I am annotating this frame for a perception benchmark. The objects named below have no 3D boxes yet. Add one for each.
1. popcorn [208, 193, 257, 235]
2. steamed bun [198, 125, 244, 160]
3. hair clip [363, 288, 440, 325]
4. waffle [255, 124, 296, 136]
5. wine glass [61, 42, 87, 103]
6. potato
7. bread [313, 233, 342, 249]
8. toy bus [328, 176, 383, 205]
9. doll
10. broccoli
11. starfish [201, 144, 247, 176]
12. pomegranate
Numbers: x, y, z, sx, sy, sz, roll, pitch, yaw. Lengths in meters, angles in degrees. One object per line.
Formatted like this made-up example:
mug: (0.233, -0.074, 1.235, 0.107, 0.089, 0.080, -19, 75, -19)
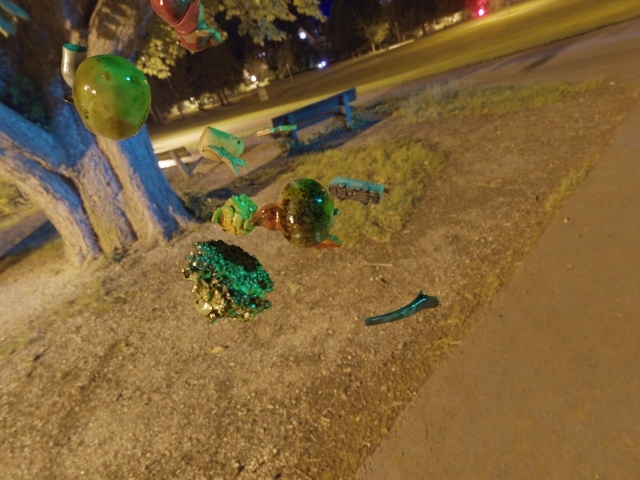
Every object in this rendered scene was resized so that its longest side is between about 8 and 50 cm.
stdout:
popcorn: (-0.526, -0.167, 2.571, 0.236, 0.293, 0.293, 4, 30, 15)
steamed bun: (-0.538, -0.504, 2.167, 0.231, 0.166, 0.273, 19, 6, -26)
hair clip: (0.213, 0.184, 1.061, 0.229, 0.039, 0.070, -14, 26, -31)
waffle: (-0.153, -0.388, 1.410, 0.092, 0.021, 0.135, -3, 16, 35)
wine glass: (-0.916, -0.622, 1.500, 0.092, 0.202, 0.093, 16, 37, -13)
potato: (-0.634, -0.430, 1.228, 0.215, 0.216, 0.304, -32, -1, -27)
bread: (0.000, 0.000, 2.139, 0.232, 0.105, 0.076, 3, 57, 4)
toy bus: (0.171, -0.241, 1.940, 0.261, 0.091, 0.109, 15, 43, 19)
doll: (-0.466, -0.783, 1.395, 0.196, 0.152, 0.256, 16, -4, 16)
broccoli: (-0.319, 0.140, 1.416, 0.323, 0.272, 0.334, 7, 16, 4)
starfish: (-0.435, -0.380, 1.865, 0.215, 0.071, 0.238, 8, 37, -41)
pomegranate: (-0.085, -0.079, 1.344, 0.276, 0.204, 0.222, -23, 55, 22)
